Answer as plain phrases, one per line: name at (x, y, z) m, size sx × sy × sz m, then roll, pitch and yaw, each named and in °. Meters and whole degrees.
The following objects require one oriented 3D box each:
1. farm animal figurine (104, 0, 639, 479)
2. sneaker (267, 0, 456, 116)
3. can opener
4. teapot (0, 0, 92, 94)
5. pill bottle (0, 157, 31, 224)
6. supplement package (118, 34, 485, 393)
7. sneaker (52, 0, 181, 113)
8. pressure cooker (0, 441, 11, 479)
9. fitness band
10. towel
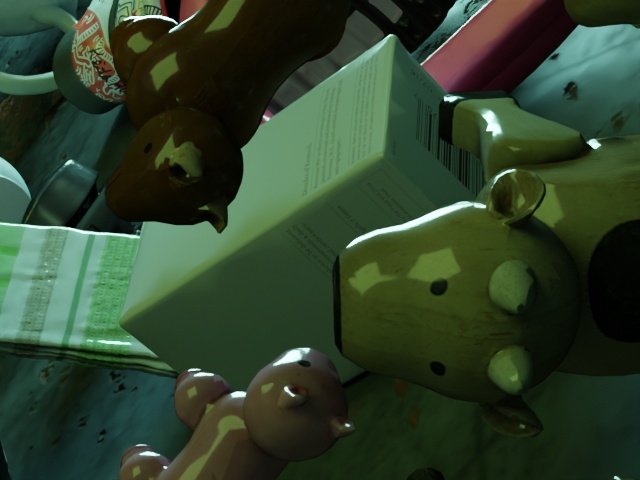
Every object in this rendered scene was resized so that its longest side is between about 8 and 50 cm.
farm animal figurine at (0.077, 0.033, 0.620) m, size 0.326 × 0.330 × 0.172 m, roll -22°, pitch 22°, yaw -10°
sneaker at (-0.003, -0.129, 1.101) m, size 0.234 × 0.078 × 0.106 m, roll -47°, pitch 29°, yaw 7°
can opener at (-0.129, -0.054, 1.217) m, size 0.186 × 0.073 × 0.059 m, roll -53°, pitch 17°, yaw -29°
teapot at (-0.244, -0.282, 1.569) m, size 0.252 × 0.187 × 0.256 m, roll -73°, pitch 4°, yaw -73°
pill bottle at (-0.284, -0.023, 1.353) m, size 0.103 × 0.103 × 0.184 m, roll -54°, pitch 27°, yaw -12°
supplement package at (0.000, 0.000, 0.894) m, size 0.179 × 0.105 × 0.105 m, roll -32°, pitch 31°, yaw 28°
sneaker at (-0.112, -0.226, 1.387) m, size 0.145 × 0.090 × 0.270 m, roll -21°, pitch 41°, yaw 41°
pressure cooker at (-0.416, 0.174, 0.924) m, size 0.420 × 0.375 × 0.370 m, roll -23°, pitch 36°, yaw 13°
fitness band at (0.039, -0.162, 0.977) m, size 0.291 × 0.054 × 0.209 m, roll -40°, pitch 64°, yaw 23°
towel at (-0.140, 0.035, 1.039) m, size 0.113 × 0.152 × 0.023 m, roll -83°, pitch 0°, yaw -52°
